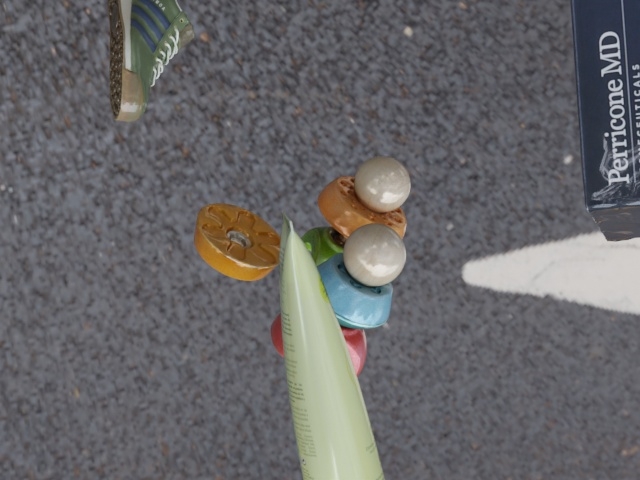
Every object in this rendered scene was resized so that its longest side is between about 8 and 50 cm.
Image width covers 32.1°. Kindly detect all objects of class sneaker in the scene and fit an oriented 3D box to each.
[{"bbox_3d":[-0.167,-0.207,1.123,0.086,0.192,0.064,4,156,-23],"label":"sneaker"}]

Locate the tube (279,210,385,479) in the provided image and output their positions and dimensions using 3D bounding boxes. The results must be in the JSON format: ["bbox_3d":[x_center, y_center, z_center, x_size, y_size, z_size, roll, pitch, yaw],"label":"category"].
[{"bbox_3d":[0.002,0.098,0.806,0.062,0.070,0.240,-19,98,-45],"label":"tube"}]

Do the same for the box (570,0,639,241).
[{"bbox_3d":[0.190,-0.140,0.435,0.184,0.261,0.103,-6,172,21],"label":"box"}]

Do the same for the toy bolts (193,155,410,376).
[{"bbox_3d":[0.000,0.000,1.123,0.218,0.228,0.158,18,122,-23],"label":"toy bolts"}]
